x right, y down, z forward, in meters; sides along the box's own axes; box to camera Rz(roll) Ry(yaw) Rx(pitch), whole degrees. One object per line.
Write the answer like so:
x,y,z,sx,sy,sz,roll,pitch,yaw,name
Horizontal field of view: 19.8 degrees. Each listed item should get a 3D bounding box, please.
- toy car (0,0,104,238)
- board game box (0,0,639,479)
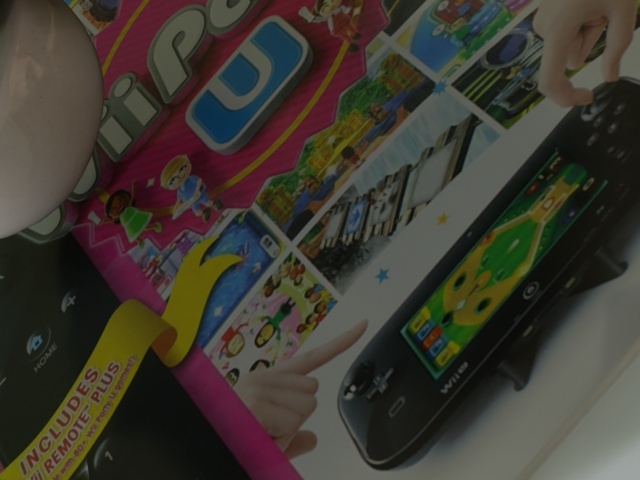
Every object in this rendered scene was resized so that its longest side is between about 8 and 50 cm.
-0.124,-0.097,0.478,0.159,0.182,0.136,16,-151,-24,toy car
0.000,0.000,0.508,0.224,0.097,0.303,-49,-141,4,board game box
